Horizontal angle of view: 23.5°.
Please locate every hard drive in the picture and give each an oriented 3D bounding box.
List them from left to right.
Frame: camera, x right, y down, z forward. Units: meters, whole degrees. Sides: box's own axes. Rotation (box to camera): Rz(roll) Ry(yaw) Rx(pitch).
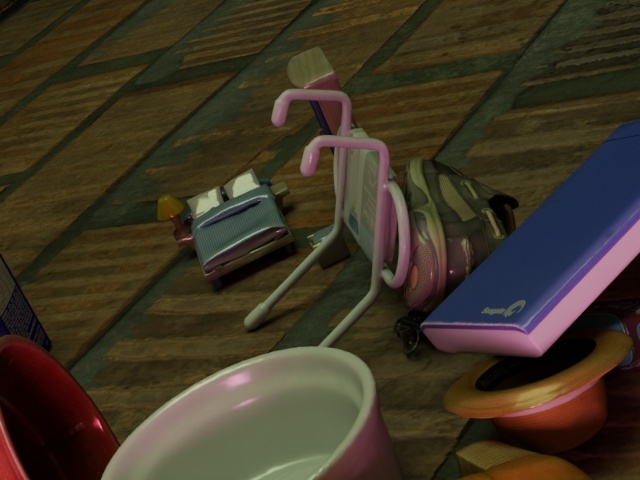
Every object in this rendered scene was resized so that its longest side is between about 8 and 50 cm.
[{"bbox_3d":[0.257,-0.010,1.507,0.319,0.040,0.210,-43,13,-18],"label":"hard drive"}]

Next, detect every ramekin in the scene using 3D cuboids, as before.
[{"bbox_3d":[-0.054,0.232,1.420,0.277,0.135,0.277,-21,23,9],"label":"ramekin"}]

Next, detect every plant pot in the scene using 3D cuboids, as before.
[{"bbox_3d":[-0.347,0.274,1.497,0.265,0.272,0.272,-31,23,8],"label":"plant pot"}]

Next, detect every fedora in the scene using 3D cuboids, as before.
[{"bbox_3d":[0.206,0.144,1.398,0.194,0.079,0.194,-20,7,3],"label":"fedora"}]

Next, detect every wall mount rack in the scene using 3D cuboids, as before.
[{"bbox_3d":[0.000,0.000,1.747,0.131,0.304,0.350,0,20,-11],"label":"wall mount rack"}]

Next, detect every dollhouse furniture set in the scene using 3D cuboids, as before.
[{"bbox_3d":[-0.082,-0.076,2.018,0.303,0.198,0.286,-25,23,1],"label":"dollhouse furniture set"}]

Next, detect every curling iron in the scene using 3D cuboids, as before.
[{"bbox_3d":[0.188,0.088,1.602,0.274,0.035,0.068,-6,23,39],"label":"curling iron"}]

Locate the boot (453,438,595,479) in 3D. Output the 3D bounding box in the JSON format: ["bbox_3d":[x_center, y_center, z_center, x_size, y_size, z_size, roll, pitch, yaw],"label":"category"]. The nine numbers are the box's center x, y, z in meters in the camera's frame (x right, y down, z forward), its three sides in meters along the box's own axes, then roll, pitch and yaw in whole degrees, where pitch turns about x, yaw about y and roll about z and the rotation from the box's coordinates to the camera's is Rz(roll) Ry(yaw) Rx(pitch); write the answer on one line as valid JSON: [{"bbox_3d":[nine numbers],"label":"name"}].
[{"bbox_3d":[0.106,0.264,1.234,0.295,0.104,0.211,-30,23,-20],"label":"boot"}]

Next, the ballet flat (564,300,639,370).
[{"bbox_3d":[0.308,0.085,1.462,0.188,0.070,0.070,-7,29,46],"label":"ballet flat"}]

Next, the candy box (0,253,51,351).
[{"bbox_3d":[-0.546,0.079,2.002,0.268,0.317,0.122,-21,24,10],"label":"candy box"}]

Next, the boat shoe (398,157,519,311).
[{"bbox_3d":[0.157,-0.003,1.753,0.130,0.132,0.355,4,20,1],"label":"boat shoe"}]
